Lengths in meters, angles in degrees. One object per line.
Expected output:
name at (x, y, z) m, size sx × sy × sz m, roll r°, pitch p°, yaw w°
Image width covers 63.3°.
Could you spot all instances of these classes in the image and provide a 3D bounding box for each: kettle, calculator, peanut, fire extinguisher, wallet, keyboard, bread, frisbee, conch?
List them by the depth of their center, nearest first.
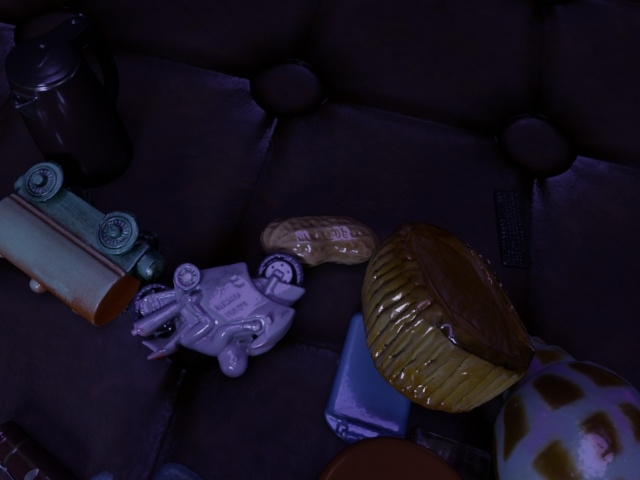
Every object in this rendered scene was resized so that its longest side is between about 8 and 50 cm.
frisbee at (0.099, 0.354, 0.609) m, size 0.250 × 0.021 × 0.251 m, roll 12°, pitch 47°, yaw -13°
conch at (0.333, 0.279, 0.659) m, size 0.249 × 0.197 × 0.368 m, roll 34°, pitch 53°, yaw -28°
wallet at (0.151, 0.375, 0.676) m, size 0.124 × 0.042 × 0.230 m, roll 17°, pitch 58°, yaw 5°
fire extinguisher at (-0.370, 0.307, 0.677) m, size 0.157 × 0.045 × 0.078 m, roll 33°, pitch 93°, yaw 12°
bread at (0.163, 0.100, 0.720) m, size 0.227 × 0.143 × 0.254 m, roll 18°, pitch 35°, yaw -20°
calculator at (0.083, 0.198, 0.765) m, size 0.120 × 0.039 × 0.211 m, roll 16°, pitch 62°, yaw 2°
peanut at (0.000, 0.000, 0.832) m, size 0.193 × 0.093 × 0.083 m, roll 0°, pitch 102°, yaw -1°
kettle at (-0.390, -0.225, 0.842) m, size 0.143 × 0.232 × 0.202 m, roll 25°, pitch 63°, yaw 8°
keyboard at (0.338, -0.023, 0.914) m, size 0.053 × 0.010 × 0.155 m, roll 5°, pitch 62°, yaw -3°

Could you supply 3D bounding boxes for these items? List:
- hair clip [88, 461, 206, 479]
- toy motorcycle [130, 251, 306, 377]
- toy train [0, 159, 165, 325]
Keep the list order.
hair clip at (-0.172, 0.417, 0.527) m, size 0.392 × 0.238 × 0.318 m, roll -41°, pitch 70°, yaw -21°
toy motorcycle at (-0.141, 0.115, 0.761) m, size 0.260 × 0.110 × 0.171 m, roll -14°, pitch 77°, yaw -5°
toy train at (-0.382, 0.005, 0.800) m, size 0.285 × 0.116 × 0.177 m, roll 32°, pitch 77°, yaw 11°
